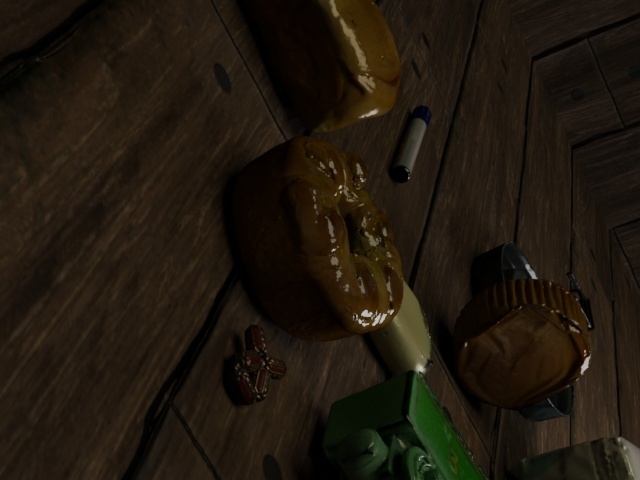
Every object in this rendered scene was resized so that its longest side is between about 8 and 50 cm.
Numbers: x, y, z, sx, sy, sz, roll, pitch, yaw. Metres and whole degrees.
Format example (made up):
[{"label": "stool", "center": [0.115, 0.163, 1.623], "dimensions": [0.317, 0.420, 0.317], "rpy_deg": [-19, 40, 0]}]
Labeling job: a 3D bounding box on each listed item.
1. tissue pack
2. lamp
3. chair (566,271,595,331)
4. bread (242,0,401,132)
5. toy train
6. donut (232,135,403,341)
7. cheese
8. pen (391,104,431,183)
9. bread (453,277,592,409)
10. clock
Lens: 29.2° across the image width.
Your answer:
[{"label": "tissue pack", "center": [0.433, 0.495, 1.788], "dimensions": [0.266, 0.194, 0.356], "rpy_deg": [38, 38, -52]}, {"label": "lamp", "center": [-0.062, 0.122, 1.142], "dimensions": [0.063, 0.031, 0.083], "rpy_deg": [60, 26, -18]}, {"label": "chair", "center": [0.479, 0.169, 2.345], "dimensions": [0.212, 0.101, 0.084], "rpy_deg": [54, 25, -33]}, {"label": "bread", "center": [-0.006, -0.283, 1.527], "dimensions": [0.167, 0.132, 0.294], "rpy_deg": [-34, 104, -62]}, {"label": "toy train", "center": [0.093, 0.266, 1.233], "dimensions": [0.243, 0.132, 0.188], "rpy_deg": [58, 22, -18]}, {"label": "donut", "center": [-0.001, -0.001, 1.289], "dimensions": [0.226, 0.114, 0.226], "rpy_deg": [51, 28, -40]}, {"label": "cheese", "center": [0.062, 0.050, 1.487], "dimensions": [0.255, 0.050, 0.127], "rpy_deg": [58, 24, -28]}, {"label": "pen", "center": [0.141, -0.151, 1.908], "dimensions": [0.033, 0.033, 0.269], "rpy_deg": [62, 22, -18]}, {"label": "bread", "center": [0.285, 0.143, 1.755], "dimensions": [0.199, 0.199, 0.104], "rpy_deg": [56, 20, -31]}, {"label": "clock", "center": [0.342, 0.154, 2.073], "dimensions": [0.312, 0.061, 0.312], "rpy_deg": [51, 27, -39]}]
